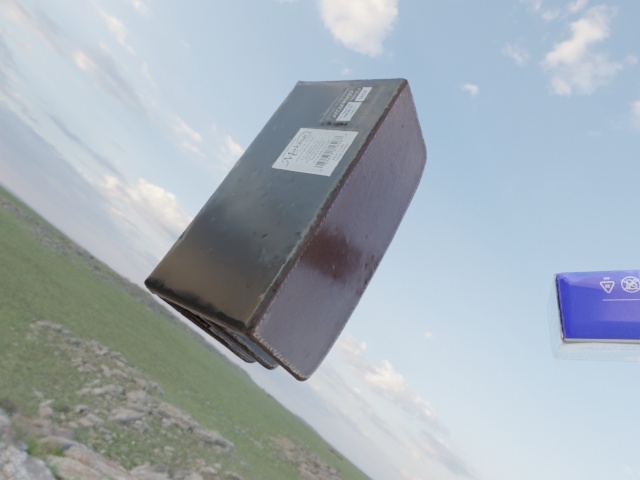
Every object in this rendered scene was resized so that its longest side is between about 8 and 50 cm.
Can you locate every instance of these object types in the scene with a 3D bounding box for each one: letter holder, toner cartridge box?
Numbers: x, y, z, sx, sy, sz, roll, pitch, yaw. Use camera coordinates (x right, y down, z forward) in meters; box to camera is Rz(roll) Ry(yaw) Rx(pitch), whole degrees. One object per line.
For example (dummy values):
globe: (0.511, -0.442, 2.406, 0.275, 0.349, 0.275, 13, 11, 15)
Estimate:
letter holder: (0.000, 0.000, 0.502, 0.151, 0.302, 0.214, 14, -29, 37)
toner cartridge box: (0.428, 0.081, 0.437, 0.347, 0.075, 0.165, -5, -23, 24)
